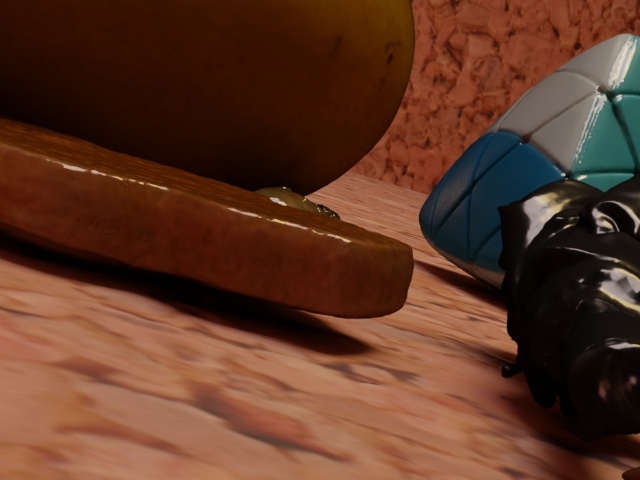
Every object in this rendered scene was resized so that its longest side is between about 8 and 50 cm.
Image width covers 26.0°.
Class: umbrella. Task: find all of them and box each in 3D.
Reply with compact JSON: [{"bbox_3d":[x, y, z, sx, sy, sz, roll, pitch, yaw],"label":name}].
[{"bbox_3d":[0.123,0.030,0.611,0.118,0.118,0.340,18,9,9],"label":"umbrella"}]

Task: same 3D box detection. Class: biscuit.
[{"bbox_3d":[-0.119,-0.023,0.650,0.334,0.047,0.202,17,5,19],"label":"biscuit"}]

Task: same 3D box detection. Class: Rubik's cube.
[{"bbox_3d":[0.203,-0.043,1.072,0.254,0.254,0.254,18,5,-2],"label":"Rubik's cube"}]

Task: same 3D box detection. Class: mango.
[{"bbox_3d":[-0.136,-0.150,0.861,0.300,0.232,0.446,0,-10,44],"label":"mango"}]

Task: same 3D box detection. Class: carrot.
[{"bbox_3d":[0.000,0.000,0.883,0.049,0.049,0.254,19,1,18],"label":"carrot"}]

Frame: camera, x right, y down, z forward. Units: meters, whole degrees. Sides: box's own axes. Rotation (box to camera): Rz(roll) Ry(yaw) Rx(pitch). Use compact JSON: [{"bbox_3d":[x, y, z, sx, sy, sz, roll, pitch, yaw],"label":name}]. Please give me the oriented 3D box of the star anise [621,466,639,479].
[{"bbox_3d":[0.157,0.082,0.385,0.168,0.057,0.168,19,5,-2],"label":"star anise"}]
